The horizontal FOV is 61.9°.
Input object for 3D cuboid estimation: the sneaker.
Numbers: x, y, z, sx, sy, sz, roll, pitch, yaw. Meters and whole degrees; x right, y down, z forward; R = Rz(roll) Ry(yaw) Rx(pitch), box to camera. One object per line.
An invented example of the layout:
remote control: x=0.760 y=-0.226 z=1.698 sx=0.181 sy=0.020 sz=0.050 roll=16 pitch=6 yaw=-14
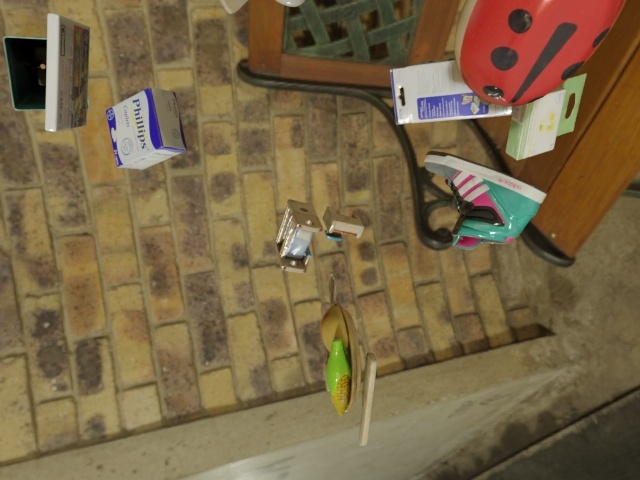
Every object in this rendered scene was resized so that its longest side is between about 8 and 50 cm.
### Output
sneaker: x=0.314 y=-0.074 z=1.145 sx=0.295 sy=0.124 sz=0.178 roll=34 pitch=105 yaw=47

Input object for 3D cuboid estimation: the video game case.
video game case: x=-0.480 y=-0.315 z=1.019 sx=0.183 sy=0.023 sz=0.201 roll=-113 pitch=31 yaw=-73

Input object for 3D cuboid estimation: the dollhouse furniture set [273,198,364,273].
dollhouse furniture set: x=0.000 y=0.000 z=1.298 sx=0.129 sy=0.184 sz=0.129 roll=-112 pitch=37 yaw=-56

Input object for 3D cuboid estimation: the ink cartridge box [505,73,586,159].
ink cartridge box: x=0.598 y=-0.320 z=1.378 sx=0.056 sy=0.235 sz=0.171 roll=-126 pitch=24 yaw=-48

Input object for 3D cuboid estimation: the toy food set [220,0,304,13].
toy food set: x=0.037 y=-0.326 z=0.549 sx=0.306 sy=0.219 sz=0.092 roll=23 pitch=161 yaw=48

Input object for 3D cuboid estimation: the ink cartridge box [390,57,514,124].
ink cartridge box: x=0.369 y=-0.422 z=1.488 sx=0.065 sy=0.333 sz=0.165 roll=-55 pitch=-40 yaw=-56

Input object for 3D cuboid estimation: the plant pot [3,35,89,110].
plant pot: x=-0.678 y=-0.431 z=1.350 sx=0.234 sy=0.166 sz=0.165 roll=-133 pitch=42 yaw=-59

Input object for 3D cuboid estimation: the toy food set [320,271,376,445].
toy food set: x=0.015 y=0.131 z=0.617 sx=0.192 sy=0.039 sz=0.132 roll=-117 pitch=27 yaw=-64

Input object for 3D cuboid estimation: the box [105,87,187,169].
box: x=-0.352 y=-0.223 z=1.078 sx=0.137 sy=0.072 sz=0.126 roll=-16 pitch=85 yaw=29

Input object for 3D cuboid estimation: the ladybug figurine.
ladybug figurine: x=0.442 y=-0.432 z=1.069 sx=0.449 sy=0.305 sz=0.161 roll=108 pitch=163 yaw=-55
